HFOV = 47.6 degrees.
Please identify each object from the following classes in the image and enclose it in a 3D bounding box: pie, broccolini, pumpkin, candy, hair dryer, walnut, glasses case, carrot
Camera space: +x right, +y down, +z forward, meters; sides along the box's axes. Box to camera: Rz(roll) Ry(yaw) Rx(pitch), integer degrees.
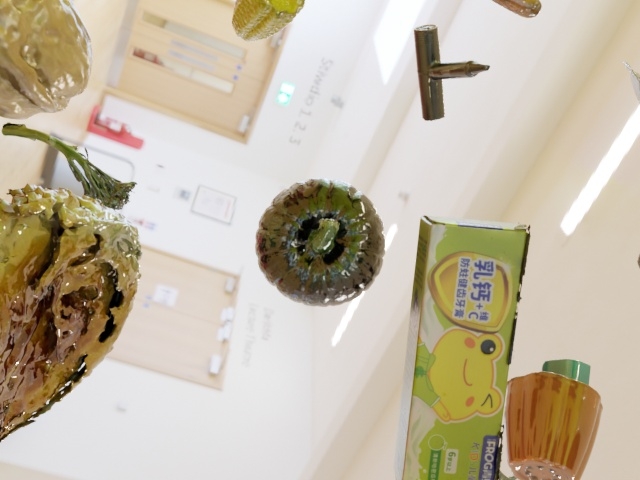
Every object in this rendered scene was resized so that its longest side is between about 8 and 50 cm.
[{"bbox_3d":[-0.267,0.079,0.671,0.308,0.085,0.308,-56,166,-21],"label":"pie"},{"bbox_3d":[-0.491,-0.132,1.393,0.123,0.271,0.062,-55,-171,21],"label":"broccolini"},{"bbox_3d":[0.000,0.000,1.331,0.248,0.248,0.248,-161,-90,-78],"label":"pumpkin"},{"bbox_3d":[-0.102,-0.392,1.230,0.199,0.094,0.106,-14,-111,64],"label":"candy"},{"bbox_3d":[0.235,-0.281,1.282,0.195,0.050,0.173,41,-32,55],"label":"hair dryer"},{"bbox_3d":[-0.409,-0.266,0.950,0.245,0.198,0.198,61,29,-44],"label":"walnut"},{"bbox_3d":[0.549,0.430,1.691,0.117,0.070,0.301,-19,-125,56],"label":"glasses case"},{"bbox_3d":[0.275,-0.347,1.047,0.032,0.093,0.032,-160,-90,-80],"label":"carrot"}]

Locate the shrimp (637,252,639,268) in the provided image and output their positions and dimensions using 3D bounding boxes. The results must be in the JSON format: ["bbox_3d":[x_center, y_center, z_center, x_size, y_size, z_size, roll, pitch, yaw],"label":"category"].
[{"bbox_3d":[0.667,0.010,1.300,0.035,0.148,0.195,-58,165,-45],"label":"shrimp"}]

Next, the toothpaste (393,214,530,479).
[{"bbox_3d":[0.155,0.136,0.826,0.077,0.110,0.327,-87,-179,-82],"label":"toothpaste"}]

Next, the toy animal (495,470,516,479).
[{"bbox_3d":[0.394,0.603,1.841,0.137,0.269,0.082,-66,-161,-1],"label":"toy animal"}]

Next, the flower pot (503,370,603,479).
[{"bbox_3d":[0.440,0.373,1.397,0.190,0.190,0.173,-55,-169,52],"label":"flower pot"}]

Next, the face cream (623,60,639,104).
[{"bbox_3d":[0.554,-0.140,1.088,0.089,0.314,0.143,-34,-175,27],"label":"face cream"}]
